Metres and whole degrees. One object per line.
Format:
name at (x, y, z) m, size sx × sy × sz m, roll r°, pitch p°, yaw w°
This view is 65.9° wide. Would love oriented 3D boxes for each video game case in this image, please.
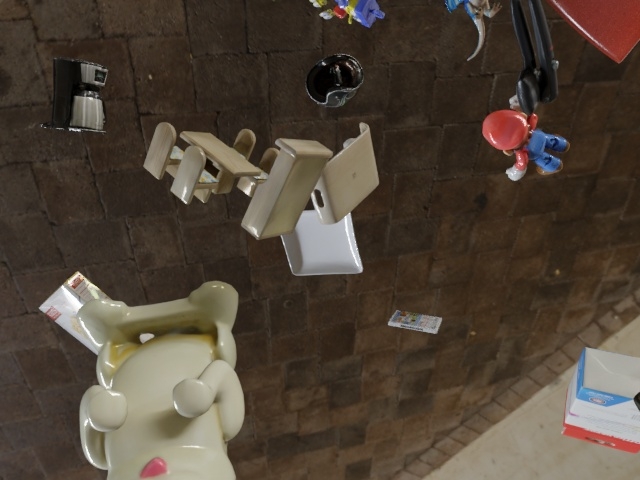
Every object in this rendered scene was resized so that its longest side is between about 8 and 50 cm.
video game case at (0.244, 0.208, 1.269) m, size 0.122 × 0.087 × 0.011 m, roll 7°, pitch 106°, yaw 21°

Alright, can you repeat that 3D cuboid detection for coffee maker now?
coffee maker at (-0.637, -0.371, 1.264) m, size 0.171 × 0.120 × 0.178 m, roll 5°, pitch 99°, yaw -10°

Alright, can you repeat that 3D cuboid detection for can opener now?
can opener at (0.326, -0.284, 0.746) m, size 0.059 × 0.073 × 0.186 m, roll 2°, pitch 134°, yaw 31°

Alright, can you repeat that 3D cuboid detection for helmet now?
helmet at (0.043, -0.510, 1.589) m, size 0.169 × 0.161 × 0.169 m, roll 3°, pitch 83°, yaw -25°

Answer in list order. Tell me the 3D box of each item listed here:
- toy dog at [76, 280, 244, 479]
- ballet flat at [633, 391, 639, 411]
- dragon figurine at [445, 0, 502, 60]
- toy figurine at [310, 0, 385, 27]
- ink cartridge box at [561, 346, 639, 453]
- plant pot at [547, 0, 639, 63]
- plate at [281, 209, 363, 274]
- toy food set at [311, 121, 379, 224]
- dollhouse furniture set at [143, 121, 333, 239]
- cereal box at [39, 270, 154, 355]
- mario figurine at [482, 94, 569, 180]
toy dog at (-0.268, 0.332, 0.837) m, size 0.285 × 0.408 × 0.395 m, roll -1°, pitch 130°, yaw -18°
ballet flat at (0.440, 0.199, 0.577) m, size 0.280 × 0.095 × 0.096 m, roll -1°, pitch 87°, yaw -47°
dragon figurine at (0.368, -0.612, 1.223) m, size 0.085 × 0.144 × 0.289 m, roll -29°, pitch 138°, yaw -11°
toy figurine at (0.100, -0.715, 1.394) m, size 0.191 × 0.217 × 0.362 m, roll -54°, pitch 166°, yaw 10°
ink cartridge box at (0.505, 0.283, 0.853) m, size 0.134 × 0.078 × 0.231 m, roll 9°, pitch 145°, yaw 22°
plant pot at (0.611, -0.581, 1.016) m, size 0.236 × 0.267 × 0.267 m, roll 32°, pitch 140°, yaw 7°
plate at (0.000, 0.000, 1.776) m, size 0.277 × 0.045 × 0.278 m, roll -4°, pitch 121°, yaw 19°
toy food set at (0.076, -0.221, 1.628) m, size 0.306 × 0.092 × 0.219 m, roll -44°, pitch 136°, yaw -30°
dollhouse furniture set at (-0.128, -0.140, 0.840) m, size 0.212 × 0.242 × 0.161 m, roll -15°, pitch 137°, yaw -57°
cereal box at (-0.470, 0.185, 1.061) m, size 0.240 × 0.047 × 0.173 m, roll 45°, pitch 133°, yaw -17°
mario figurine at (0.610, -0.315, 1.523) m, size 0.321 × 0.198 × 0.170 m, roll 16°, pitch 149°, yaw -31°
